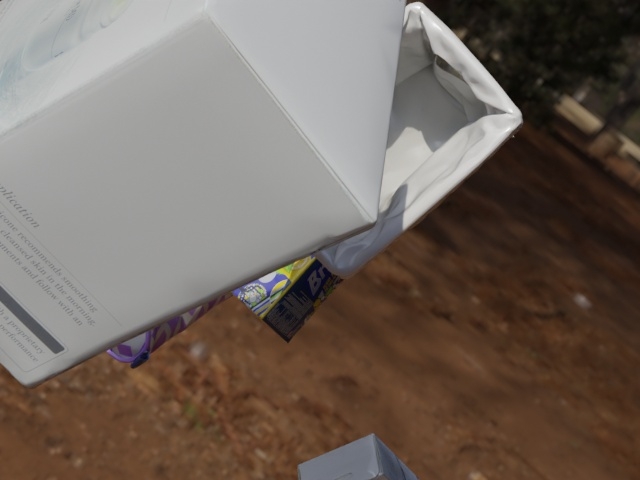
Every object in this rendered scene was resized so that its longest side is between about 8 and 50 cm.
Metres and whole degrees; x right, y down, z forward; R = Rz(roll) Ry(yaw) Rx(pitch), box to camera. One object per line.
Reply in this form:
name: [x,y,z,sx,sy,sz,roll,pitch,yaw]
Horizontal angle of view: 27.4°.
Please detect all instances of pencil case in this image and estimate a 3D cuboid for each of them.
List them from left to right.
pencil case: [-0.118,0.027,1.144,0.086,0.088,0.206,45,43,7]

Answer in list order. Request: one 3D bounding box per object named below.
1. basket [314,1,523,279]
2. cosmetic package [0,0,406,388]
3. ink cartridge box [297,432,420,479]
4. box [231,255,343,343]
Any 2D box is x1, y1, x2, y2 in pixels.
basket: [0.046,-0.066,0.917,0.113,0.167,0.103,49,6,5]
cosmetic package: [-0.087,-0.076,0.696,0.138,0.225,0.224,51,28,-28]
ink cartridge box: [0.051,0.277,1.428,0.135,0.099,0.056,50,21,-43]
box: [0.000,0.000,1.115,0.059,0.169,0.054,39,-6,36]
